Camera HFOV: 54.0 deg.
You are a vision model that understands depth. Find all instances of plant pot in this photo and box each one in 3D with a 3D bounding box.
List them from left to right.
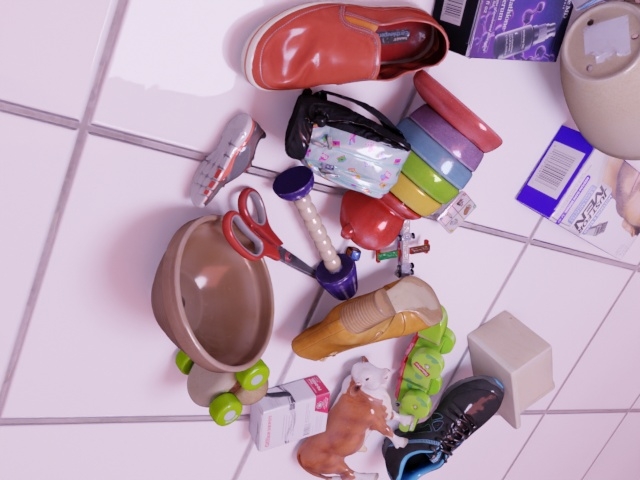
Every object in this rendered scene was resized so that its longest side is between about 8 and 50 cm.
[{"bbox_3d":[-0.179,0.087,0.961,0.110,0.237,0.237,-15,138,27],"label":"plant pot"},{"bbox_3d":[0.516,-0.291,1.063,0.274,0.256,0.256,11,112,-51],"label":"plant pot"}]

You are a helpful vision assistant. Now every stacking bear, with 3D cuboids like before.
[{"bbox_3d":[0.144,-0.106,1.048,0.289,0.164,0.175,-49,155,15],"label":"stacking bear"}]

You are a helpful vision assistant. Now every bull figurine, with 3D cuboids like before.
[{"bbox_3d":[0.082,0.395,1.340,0.188,0.101,0.310,35,107,-4],"label":"bull figurine"}]

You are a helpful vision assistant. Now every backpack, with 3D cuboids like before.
[{"bbox_3d":[0.040,-0.142,0.936,0.182,0.152,0.115,20,118,-11],"label":"backpack"}]

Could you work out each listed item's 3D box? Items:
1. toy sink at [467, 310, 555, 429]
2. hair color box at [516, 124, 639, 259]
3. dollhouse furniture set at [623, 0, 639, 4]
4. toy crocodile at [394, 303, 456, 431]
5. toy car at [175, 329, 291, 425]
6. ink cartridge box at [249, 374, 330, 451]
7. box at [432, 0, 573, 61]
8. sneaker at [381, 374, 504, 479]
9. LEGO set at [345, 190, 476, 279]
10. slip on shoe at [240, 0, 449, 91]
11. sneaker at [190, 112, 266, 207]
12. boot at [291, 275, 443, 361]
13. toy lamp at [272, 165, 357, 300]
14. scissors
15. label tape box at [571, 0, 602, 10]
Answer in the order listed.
[{"bbox_3d":[0.465,0.312,1.516,0.131,0.153,0.234,-30,129,-14],"label":"toy sink"},{"bbox_3d":[0.599,-0.096,1.376,0.339,0.110,0.185,19,106,-40],"label":"hair color box"},{"bbox_3d":[0.695,-0.423,1.193,0.182,0.161,0.101,8,113,-35],"label":"dollhouse furniture set"},{"bbox_3d":[0.217,0.283,1.378,0.115,0.105,0.340,-46,151,-50],"label":"toy crocodile"},{"bbox_3d":[-0.128,0.231,1.100,0.149,0.155,0.188,-53,141,7],"label":"toy car"},{"bbox_3d":[-0.064,0.346,1.262,0.151,0.063,0.109,-9,122,-27],"label":"ink cartridge box"},{"bbox_3d":[0.294,-0.375,1.006,0.207,0.108,0.153,-7,121,-28],"label":"box"},{"bbox_3d":[0.293,0.450,1.449,0.341,0.139,0.125,-43,101,12],"label":"sneaker"},{"bbox_3d":[0.157,-0.035,1.190,0.244,0.060,0.182,-48,119,1],"label":"LEGO set"},{"bbox_3d":[0.044,-0.280,0.913,0.331,0.101,0.123,-14,126,-23],"label":"slip on shoe"},{"bbox_3d":[-0.132,-0.109,0.938,0.065,0.061,0.158,27,102,-47],"label":"sneaker"},{"bbox_3d":[0.091,0.155,1.206,0.211,0.104,0.295,-31,160,30],"label":"boot"},{"bbox_3d":[0.000,0.000,1.077,0.080,0.080,0.274,-35,129,-9],"label":"toy lamp"},{"bbox_3d":[-0.071,0.029,1.054,0.297,0.021,0.109,54,41,-44],"label":"scissors"},{"bbox_3d":[0.429,-0.552,0.941,0.249,0.115,0.347,-25,88,-21],"label":"label tape box"}]
